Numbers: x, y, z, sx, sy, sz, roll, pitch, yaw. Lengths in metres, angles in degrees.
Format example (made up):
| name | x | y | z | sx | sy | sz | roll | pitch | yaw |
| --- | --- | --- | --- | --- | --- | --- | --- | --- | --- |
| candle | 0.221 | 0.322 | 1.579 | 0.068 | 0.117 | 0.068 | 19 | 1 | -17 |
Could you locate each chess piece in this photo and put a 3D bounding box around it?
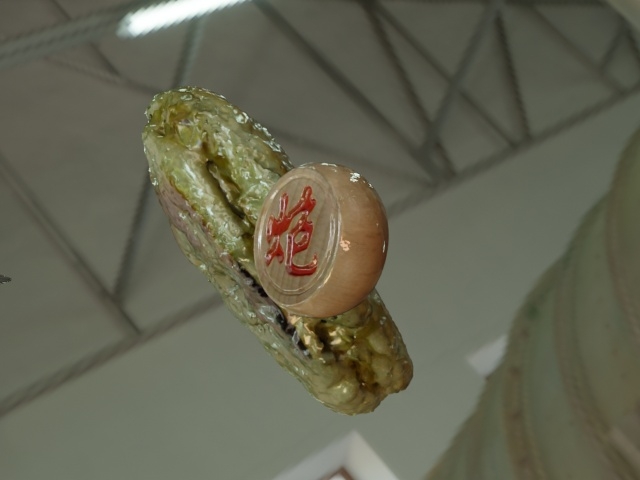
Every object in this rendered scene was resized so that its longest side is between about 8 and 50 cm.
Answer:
| name | x | y | z | sx | sy | sz | roll | pitch | yaw |
| --- | --- | --- | --- | --- | --- | --- | --- | --- | --- |
| chess piece | 0.000 | 0.000 | 0.800 | 0.038 | 0.083 | 0.083 | 10 | -51 | -36 |

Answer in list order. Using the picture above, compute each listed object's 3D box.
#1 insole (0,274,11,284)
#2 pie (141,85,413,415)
| name | x | y | z | sx | sy | sz | roll | pitch | yaw |
| --- | --- | --- | --- | --- | --- | --- | --- | --- | --- |
| insole | -0.251 | 0.018 | 0.936 | 0.086 | 0.253 | 0.005 | 4 | -88 | -26 |
| pie | -0.033 | 0.007 | 0.956 | 0.090 | 0.248 | 0.201 | -37 | -2 | -4 |
